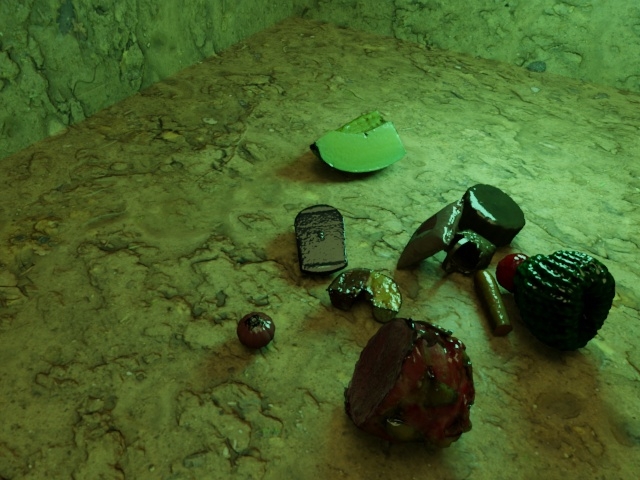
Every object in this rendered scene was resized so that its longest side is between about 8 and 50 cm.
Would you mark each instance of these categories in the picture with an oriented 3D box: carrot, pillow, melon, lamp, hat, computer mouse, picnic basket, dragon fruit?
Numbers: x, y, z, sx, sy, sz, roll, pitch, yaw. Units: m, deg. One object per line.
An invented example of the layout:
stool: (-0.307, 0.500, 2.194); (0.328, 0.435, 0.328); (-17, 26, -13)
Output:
carrot: (0.508, 0.177, 1.428); (0.067, 0.067, 0.225); (-1, 45, -1)
pillow: (0.356, -0.015, 1.537); (0.084, 0.236, 0.223); (42, 54, -4)
melon: (0.128, -0.398, 1.945); (0.343, 0.226, 0.331); (-25, 59, -7)
lamp: (-0.178, 0.247, 1.325); (0.107, 0.092, 0.108); (0, 42, 0)
hat: (0.615, 0.132, 1.348); (0.242, 0.274, 0.332); (-8, 25, -24)
computer mouse: (0.000, 0.002, 1.602); (0.168, 0.087, 0.296); (-5, 56, -1)
picnic basket: (0.450, 0.040, 1.525); (0.178, 0.128, 0.138); (-18, 44, -32)
dragon fruit: (0.239, 0.352, 1.111); (0.262, 0.314, 0.296); (29, 74, -9)

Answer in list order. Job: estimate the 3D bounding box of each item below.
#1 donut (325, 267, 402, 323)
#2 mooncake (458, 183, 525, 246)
donut: (0.140, 0.164, 1.424); (0.217, 0.085, 0.141); (19, 46, 18)
mooncake: (0.575, -0.080, 1.645); (0.228, 0.124, 0.228); (14, 43, -13)
